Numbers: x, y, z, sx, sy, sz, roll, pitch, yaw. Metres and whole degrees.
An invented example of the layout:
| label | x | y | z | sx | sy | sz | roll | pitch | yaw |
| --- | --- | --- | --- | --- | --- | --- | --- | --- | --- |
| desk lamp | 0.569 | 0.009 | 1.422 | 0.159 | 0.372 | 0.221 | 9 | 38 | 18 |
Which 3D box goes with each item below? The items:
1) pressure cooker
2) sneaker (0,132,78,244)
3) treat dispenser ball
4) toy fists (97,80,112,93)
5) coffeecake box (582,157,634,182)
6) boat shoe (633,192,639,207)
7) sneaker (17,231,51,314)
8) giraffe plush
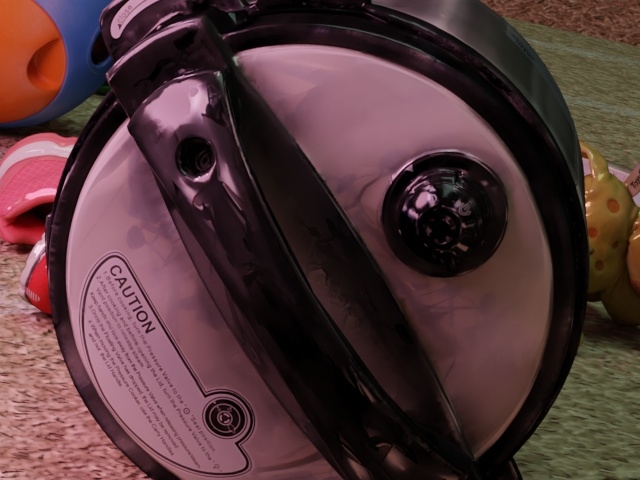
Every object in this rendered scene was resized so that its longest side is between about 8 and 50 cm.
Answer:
| label | x | y | z | sx | sy | sz | roll | pitch | yaw |
| --- | --- | --- | --- | --- | --- | --- | --- | --- | --- |
| pressure cooker | 0.004 | -0.004 | 1.284 | 0.370 | 0.375 | 0.420 | 17 | 16 | 2 |
| sneaker | -0.154 | -0.010 | 1.697 | 0.314 | 0.116 | 0.136 | 7 | 26 | 2 |
| treat dispenser ball | -0.349 | -0.267 | 2.032 | 0.288 | 0.288 | 0.288 | 13 | 16 | -4 |
| toy fists | -0.361 | -0.255 | 2.341 | 0.279 | 0.096 | 0.142 | 9 | 27 | -21 |
| coffeecake box | 0.343 | -0.063 | 2.244 | 0.185 | 0.068 | 0.142 | 20 | 8 | 3 |
| boat shoe | 0.233 | -0.007 | 1.989 | 0.301 | 0.108 | 0.102 | -6 | -10 | -20 |
| sneaker | -0.118 | 0.030 | 1.566 | 0.279 | 0.107 | 0.118 | -2 | 32 | -37 |
| giraffe plush | 0.246 | 0.025 | 1.812 | 0.181 | 0.210 | 0.170 | 38 | 60 | 25 |
